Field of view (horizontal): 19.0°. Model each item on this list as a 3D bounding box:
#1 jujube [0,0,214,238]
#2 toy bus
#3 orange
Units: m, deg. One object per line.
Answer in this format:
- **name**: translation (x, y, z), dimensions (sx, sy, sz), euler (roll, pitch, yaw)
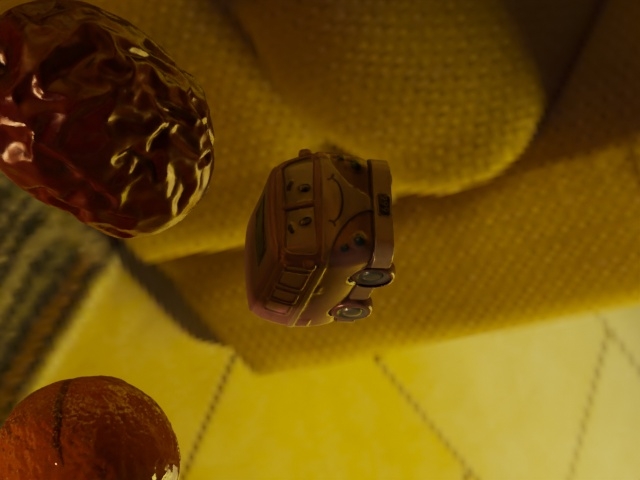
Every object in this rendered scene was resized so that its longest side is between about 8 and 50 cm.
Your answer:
- **jujube**: translation (-0.195, -0.105, 1.651), dimensions (0.250, 0.174, 0.174), euler (31, 55, -45)
- **toy bus**: translation (0.000, 0.000, 2.074), dimensions (0.142, 0.202, 0.142), euler (5, 64, -12)
- **orange**: translation (-0.234, 0.218, 1.913), dimensions (0.193, 0.193, 0.161), euler (25, 46, -46)
